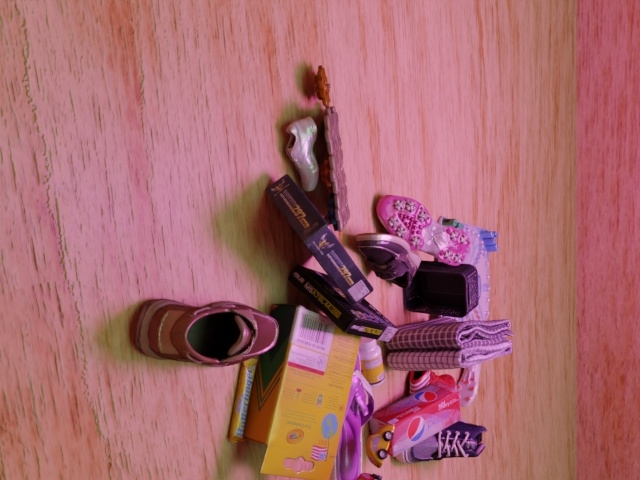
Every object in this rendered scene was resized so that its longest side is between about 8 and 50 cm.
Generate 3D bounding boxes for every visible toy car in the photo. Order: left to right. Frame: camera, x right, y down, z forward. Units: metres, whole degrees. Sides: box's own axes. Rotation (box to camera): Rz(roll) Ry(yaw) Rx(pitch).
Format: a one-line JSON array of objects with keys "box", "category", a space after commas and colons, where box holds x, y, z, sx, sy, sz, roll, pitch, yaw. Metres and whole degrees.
[{"box": [0.093, 0.537, 1.594, 0.239, 0.053, 0.225, -59, 168, -60], "category": "toy car"}]

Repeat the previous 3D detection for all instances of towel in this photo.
[{"box": [0.335, 0.258, 1.880, 0.284, 0.235, 0.121, -2, 83, -47], "category": "towel"}]

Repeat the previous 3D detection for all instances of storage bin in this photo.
[{"box": [0.315, 0.125, 1.917, 0.084, 0.180, 0.122, -24, 114, -55], "category": "storage bin"}]

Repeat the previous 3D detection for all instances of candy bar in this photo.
[{"box": [-0.146, 0.300, 1.376, 0.040, 0.018, 0.161, 23, 73, -55], "category": "candy bar"}]

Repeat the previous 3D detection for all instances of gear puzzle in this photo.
[{"box": [0.014, -0.190, 1.515, 0.175, 0.044, 0.338, -57, 141, -75], "category": "gear puzzle"}]

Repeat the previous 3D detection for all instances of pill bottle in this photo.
[{"box": [0.114, 0.283, 1.732, 0.065, 0.065, 0.116, -35, 122, -50], "category": "pill bottle"}]

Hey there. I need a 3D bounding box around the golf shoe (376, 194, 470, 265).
[{"box": [0.240, -0.027, 1.865, 0.306, 0.140, 0.115, 31, 85, -31], "category": "golf shoe"}]

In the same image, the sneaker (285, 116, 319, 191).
[{"box": [-0.040, -0.169, 1.465, 0.061, 0.054, 0.152, -18, 115, -30], "category": "sneaker"}]

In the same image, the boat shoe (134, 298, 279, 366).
[{"box": [-0.164, 0.165, 1.240, 0.324, 0.116, 0.123, 8, 87, -57], "category": "boat shoe"}]

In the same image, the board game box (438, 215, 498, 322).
[{"box": [0.459, 0.140, 2.225, 0.390, 0.050, 0.389, 10, 80, -57], "category": "board game box"}]

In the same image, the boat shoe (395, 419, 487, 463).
[{"box": [0.345, 0.554, 2.033, 0.341, 0.158, 0.127, 1, 93, -57], "category": "boat shoe"}]

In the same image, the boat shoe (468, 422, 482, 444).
[{"box": [0.480, 0.631, 2.332, 0.207, 0.073, 0.073, 5, 89, -58], "category": "boat shoe"}]

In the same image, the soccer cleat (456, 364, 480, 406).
[{"box": [0.475, 0.433, 2.308, 0.076, 0.068, 0.196, 44, 55, -54], "category": "soccer cleat"}]

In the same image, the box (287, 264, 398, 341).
[{"box": [0.049, 0.132, 1.513, 0.045, 0.184, 0.191, -53, 146, 10], "category": "box"}]

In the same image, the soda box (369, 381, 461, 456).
[{"box": [0.246, 0.456, 1.876, 0.263, 0.083, 0.092, -16, 106, -38], "category": "soda box"}]

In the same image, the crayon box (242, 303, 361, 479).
[{"box": [-0.038, 0.304, 1.451, 0.202, 0.081, 0.318, 26, 71, -42], "category": "crayon box"}]

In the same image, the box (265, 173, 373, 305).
[{"box": [0.000, 0.000, 1.425, 0.059, 0.183, 0.232, -37, 135, -1], "category": "box"}]

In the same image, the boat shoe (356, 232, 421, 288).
[{"box": [0.167, 0.051, 1.756, 0.285, 0.103, 0.092, 32, 62, -60], "category": "boat shoe"}]

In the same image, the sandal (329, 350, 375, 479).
[{"box": [0.072, 0.380, 1.643, 0.169, 0.102, 0.416, -24, 113, -54], "category": "sandal"}]

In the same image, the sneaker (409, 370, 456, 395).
[{"box": [0.318, 0.385, 2.042, 0.221, 0.087, 0.128, -20, 112, -56], "category": "sneaker"}]
